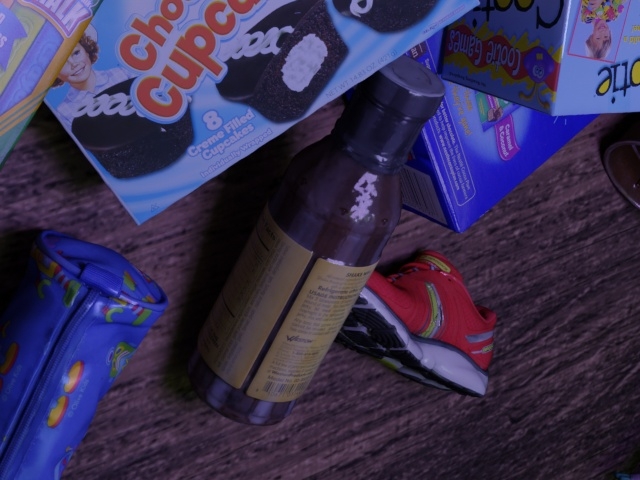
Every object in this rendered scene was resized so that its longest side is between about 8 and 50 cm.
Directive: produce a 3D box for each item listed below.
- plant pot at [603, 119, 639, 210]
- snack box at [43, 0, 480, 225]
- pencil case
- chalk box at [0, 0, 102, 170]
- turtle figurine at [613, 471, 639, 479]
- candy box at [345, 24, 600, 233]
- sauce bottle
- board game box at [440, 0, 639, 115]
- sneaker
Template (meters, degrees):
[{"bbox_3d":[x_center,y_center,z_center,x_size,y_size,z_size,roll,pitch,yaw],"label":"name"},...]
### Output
[{"bbox_3d":[0.412,-0.110,1.806,0.165,0.167,0.167,-54,137,-18],"label":"plant pot"},{"bbox_3d":[-0.059,-0.172,1.307,0.322,0.060,0.187,-33,125,2],"label":"snack box"},{"bbox_3d":[-0.234,0.146,1.359,0.119,0.133,0.306,26,93,-14],"label":"pencil case"},{"bbox_3d":[-0.243,-0.180,1.172,0.132,0.132,0.213,31,88,-47],"label":"chalk box"},{"bbox_3d":[0.452,0.214,2.049,0.234,0.118,0.175,-51,137,-1],"label":"turtle figurine"},{"bbox_3d":[0.166,-0.209,1.540,0.317,0.122,0.268,-38,130,-20],"label":"candy box"},{"bbox_3d":[0.000,0.000,1.447,0.111,0.111,0.344,2,128,-43],"label":"sauce bottle"},{"bbox_3d":[0.208,-0.251,1.376,0.144,0.142,0.275,-5,109,-36],"label":"board game box"},{"bbox_3d":[0.080,0.059,1.646,0.279,0.107,0.118,34,69,-50],"label":"sneaker"}]
